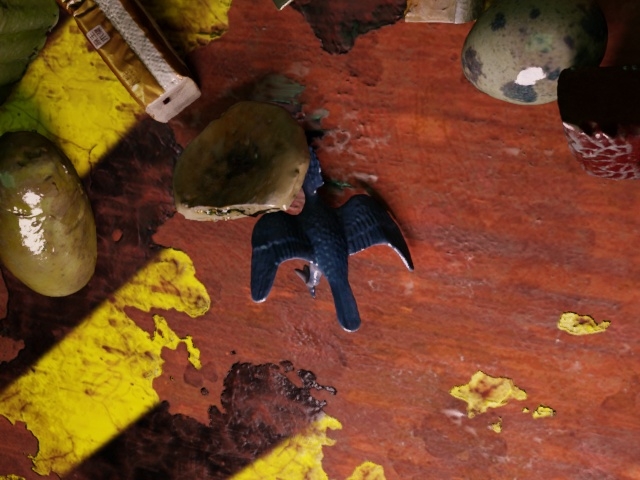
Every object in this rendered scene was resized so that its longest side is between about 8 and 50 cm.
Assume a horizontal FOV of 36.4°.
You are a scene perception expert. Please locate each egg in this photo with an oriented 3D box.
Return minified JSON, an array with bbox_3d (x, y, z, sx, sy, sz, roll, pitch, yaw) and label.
[{"bbox_3d":[0.254,-0.233,1.170,0.182,0.141,0.141,-15,101,33],"label":"egg"}]

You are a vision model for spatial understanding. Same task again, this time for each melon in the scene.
[{"bbox_3d":[0.154,-0.364,1.221,0.098,0.054,0.182,13,112,33],"label":"melon"}]

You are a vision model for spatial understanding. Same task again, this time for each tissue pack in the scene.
[{"bbox_3d":[-0.264,-0.277,1.325,0.092,0.183,0.226,-40,91,-2],"label":"tissue pack"}]

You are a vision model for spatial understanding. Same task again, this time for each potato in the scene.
[{"bbox_3d":[-0.430,-0.035,1.484,0.141,0.176,0.298,16,135,22],"label":"potato"}]

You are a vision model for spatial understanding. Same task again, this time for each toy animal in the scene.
[{"bbox_3d":[0.000,0.000,1.331,0.176,0.239,0.255,92,156,-46],"label":"toy animal"}]

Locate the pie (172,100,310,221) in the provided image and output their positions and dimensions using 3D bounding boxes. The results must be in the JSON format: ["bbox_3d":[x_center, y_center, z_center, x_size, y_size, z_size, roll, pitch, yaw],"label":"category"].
[{"bbox_3d":[-0.110,-0.111,1.347,0.218,0.052,0.185,-7,60,32],"label":"pie"}]

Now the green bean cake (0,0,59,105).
[{"bbox_3d":[-0.588,-0.334,1.412,0.319,0.218,0.335,40,118,5],"label":"green bean cake"}]

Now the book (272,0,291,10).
[{"bbox_3d":[-0.060,-0.475,1.269,0.201,0.026,0.289,-31,94,26],"label":"book"}]

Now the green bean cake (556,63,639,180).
[{"bbox_3d":[0.398,-0.136,1.106,0.233,0.198,0.097,-4,74,19],"label":"green bean cake"}]
